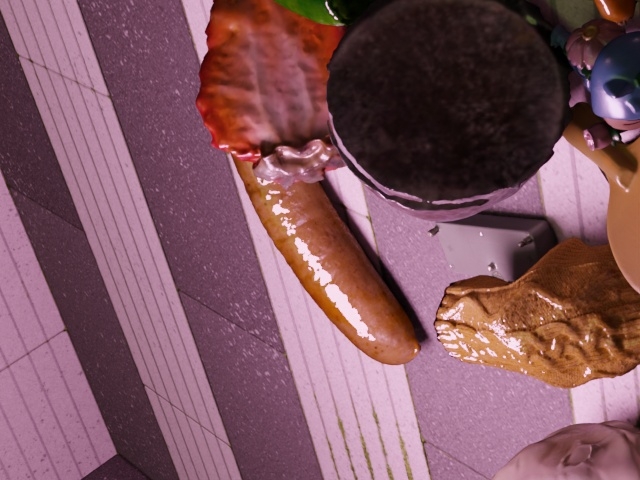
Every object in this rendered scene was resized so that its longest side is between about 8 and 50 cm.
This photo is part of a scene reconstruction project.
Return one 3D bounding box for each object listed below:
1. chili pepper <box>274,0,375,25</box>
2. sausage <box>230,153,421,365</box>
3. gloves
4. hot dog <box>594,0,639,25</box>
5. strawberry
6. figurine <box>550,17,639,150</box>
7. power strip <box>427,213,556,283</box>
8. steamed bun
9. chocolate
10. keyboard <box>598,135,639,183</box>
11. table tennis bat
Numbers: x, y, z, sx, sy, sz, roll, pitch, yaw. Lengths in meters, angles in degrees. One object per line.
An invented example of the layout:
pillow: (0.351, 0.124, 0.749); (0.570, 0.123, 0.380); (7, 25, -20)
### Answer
chili pepper: (-0.056, -0.423, 1.753); (0.385, 0.167, 0.213); (43, 130, 38)
sausage: (-0.002, 0.002, 2.248); (0.136, 0.123, 0.501); (-28, 96, 34)
gloves: (0.312, 0.109, 1.758); (0.356, 0.155, 0.203); (-16, 131, 41)
hot dog: (0.268, -0.377, 1.388); (0.135, 0.100, 0.337); (3, 122, 57)
strawberry: (-0.044, -0.248, 1.980); (0.149, 0.265, 0.336); (14, -122, -68)
figurine: (0.331, -0.178, 1.498); (0.178, 0.114, 0.144); (-128, 25, -50)
power strip: (0.257, 0.037, 1.920); (0.215, 0.061, 0.145); (8, 126, 57)
steamed bun: (0.409, 0.369, 1.887); (0.324, 0.219, 0.310); (-29, 111, 39)
chocolate: (0.158, -0.144, 1.668); (0.303, 0.303, 0.213); (47, 172, 17)
keyboard: (0.429, -0.096, 1.503); (0.103, 0.041, 0.381); (57, 154, -1)
table tennis bat: (0.365, -0.061, 1.530); (0.321, 0.050, 0.198); (57, 138, 47)
